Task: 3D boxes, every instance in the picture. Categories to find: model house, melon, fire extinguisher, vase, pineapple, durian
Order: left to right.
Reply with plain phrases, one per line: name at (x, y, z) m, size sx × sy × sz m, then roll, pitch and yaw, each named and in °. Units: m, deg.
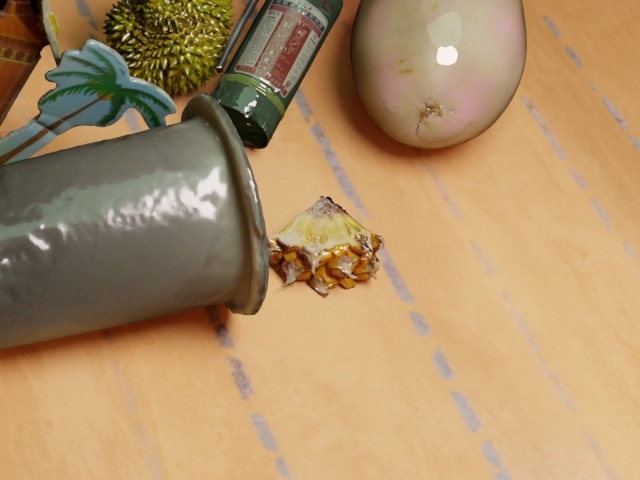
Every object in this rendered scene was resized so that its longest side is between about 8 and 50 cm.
model house at (-0.340, -0.250, 1.560) m, size 0.340 × 0.323 × 0.300 m, roll 9°, pitch 47°, yaw -34°
vase at (-0.228, -0.011, 1.452) m, size 0.291 × 0.245 × 0.245 m, roll -12°, pitch 52°, yaw -19°
durian at (-0.173, -0.265, 1.717) m, size 0.146 × 0.198 × 0.159 m, roll 31°, pitch 41°, yaw 6°
fire extinguisher at (-0.039, -0.258, 1.740) m, size 0.118 × 0.093 × 0.294 m, roll 30°, pitch 71°, yaw -8°
pineapple at (0.000, 0.000, 1.608) m, size 0.137 × 0.069 × 0.116 m, roll 5°, pitch 47°, yaw -10°
melon at (0.149, -0.248, 1.779) m, size 0.223 × 0.223 × 0.317 m, roll 15°, pitch 38°, yaw -3°
